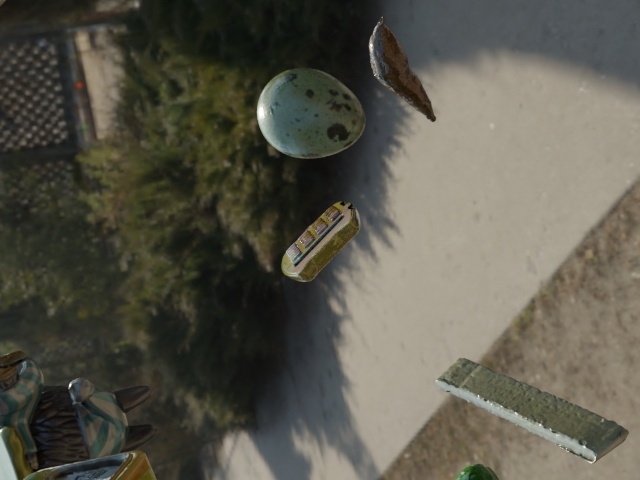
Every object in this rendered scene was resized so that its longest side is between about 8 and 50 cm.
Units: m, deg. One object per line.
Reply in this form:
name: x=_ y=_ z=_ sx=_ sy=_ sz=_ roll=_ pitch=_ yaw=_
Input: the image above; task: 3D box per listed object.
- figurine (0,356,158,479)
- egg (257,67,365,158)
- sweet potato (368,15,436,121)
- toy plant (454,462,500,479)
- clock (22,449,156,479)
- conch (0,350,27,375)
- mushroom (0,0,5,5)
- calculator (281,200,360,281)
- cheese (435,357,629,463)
figurine: x=-0.559 y=0.366 z=2.207 sx=0.266 sy=0.377 sz=0.362 roll=22 pitch=124 yaw=46
egg: x=-0.016 y=-0.245 z=1.950 sx=0.228 sy=0.177 sz=0.177 roll=18 pitch=127 yaw=27
sweet potato: x=0.129 y=-0.271 z=1.663 sx=0.226 sy=0.068 sz=0.068 roll=55 pitch=180 yaw=-35
toy plant: x=0.326 y=0.528 z=1.824 sx=0.218 sy=0.175 sz=0.235 roll=48 pitch=159 yaw=51
clock: x=-0.321 y=0.355 z=1.305 sx=0.143 sy=0.202 sz=0.096 roll=-47 pitch=-59 yaw=-66
conch: x=-0.631 y=0.234 z=1.597 sx=0.093 sy=0.330 sz=0.109 roll=-135 pitch=22 yaw=-70
mushroom: x=-0.459 y=-0.333 z=0.946 sx=0.294 sy=0.362 sz=0.362 roll=-39 pitch=59 yaw=36
calculator: x=0.000 y=0.000 z=1.612 sx=0.033 sy=0.157 sz=0.236 roll=43 pitch=-178 yaw=-13
cheese: x=0.344 y=0.277 z=1.683 sx=0.400 sy=0.085 sz=0.034 roll=21 pitch=140 yaw=56
